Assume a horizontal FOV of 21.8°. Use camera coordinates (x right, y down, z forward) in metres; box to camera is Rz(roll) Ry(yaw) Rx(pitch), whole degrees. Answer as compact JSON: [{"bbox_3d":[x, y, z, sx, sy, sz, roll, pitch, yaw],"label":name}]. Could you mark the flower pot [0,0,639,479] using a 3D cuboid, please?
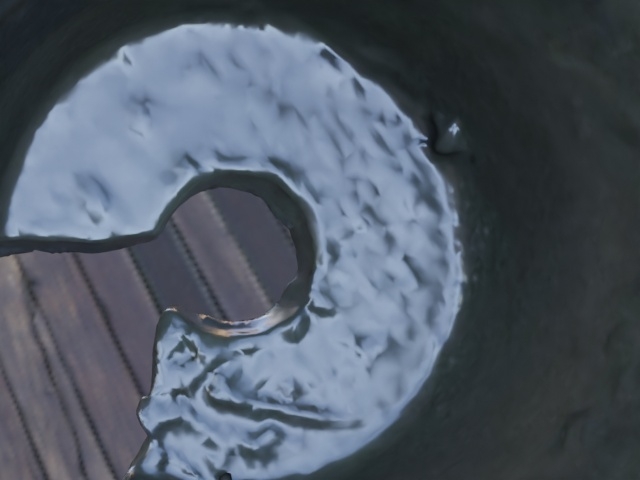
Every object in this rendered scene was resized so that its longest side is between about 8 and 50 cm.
[{"bbox_3d":[0.000,0.000,0.584,0.379,0.379,0.251,13,-5,-11],"label":"flower pot"}]
